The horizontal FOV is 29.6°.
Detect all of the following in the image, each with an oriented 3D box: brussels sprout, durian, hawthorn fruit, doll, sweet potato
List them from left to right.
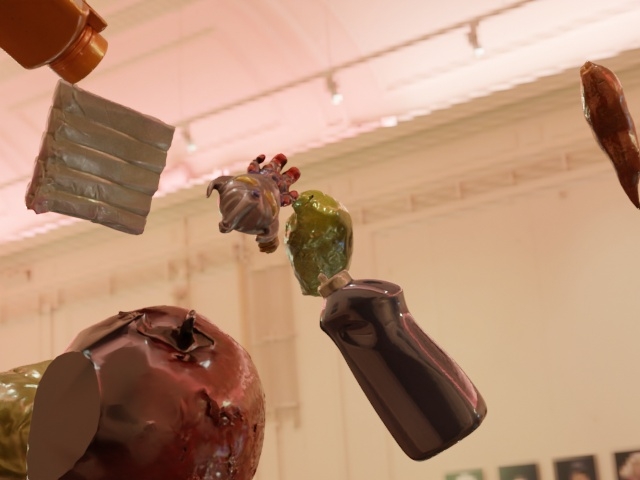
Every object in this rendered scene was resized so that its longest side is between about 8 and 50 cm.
[{"bbox_3d":[-0.448,0.331,2.026,0.317,0.242,0.274,28,1,-3],"label":"brussels sprout"},{"bbox_3d":[-0.216,0.226,1.478,0.316,0.316,0.316,-4,-16,-1],"label":"hawthorn fruit"},{"bbox_3d":[-0.084,-0.056,1.592,0.062,0.104,0.194,-21,16,34],"label":"doll"},{"bbox_3d":[0.000,0.000,2.145,0.101,0.139,0.250,13,-49,20],"label":"durian"},{"bbox_3d":[0.348,-0.122,1.422,0.056,0.195,0.056,-23,11,5],"label":"sweet potato"}]

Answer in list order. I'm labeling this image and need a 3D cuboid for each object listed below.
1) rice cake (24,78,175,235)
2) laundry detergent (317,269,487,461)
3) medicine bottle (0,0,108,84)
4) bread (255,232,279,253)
[{"bbox_3d":[-0.291,-0.104,1.600,0.198,0.189,0.037,8,14,-47],"label":"rice cake"},{"bbox_3d":[0.068,0.110,1.169,0.097,0.206,0.061,-39,-4,30],"label":"laundry detergent"},{"bbox_3d":[-0.464,-0.366,1.994,0.149,0.112,0.222,-41,-56,9],"label":"medicine bottle"},{"bbox_3d":[-0.111,-0.014,2.467,0.049,0.088,0.034,-16,12,-19],"label":"bread"}]
